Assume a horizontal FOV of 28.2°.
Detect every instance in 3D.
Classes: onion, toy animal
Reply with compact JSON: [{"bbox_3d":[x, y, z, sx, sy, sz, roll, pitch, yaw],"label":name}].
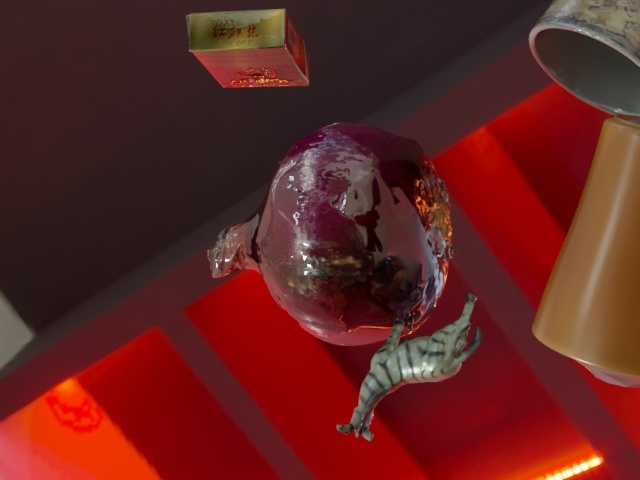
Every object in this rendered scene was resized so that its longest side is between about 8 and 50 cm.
[{"bbox_3d":[0.000,0.000,1.897,0.348,0.385,0.347,-8,-90,-71],"label":"onion"},{"bbox_3d":[0.120,0.171,1.689,0.073,0.217,0.176,46,-141,-24],"label":"toy animal"}]

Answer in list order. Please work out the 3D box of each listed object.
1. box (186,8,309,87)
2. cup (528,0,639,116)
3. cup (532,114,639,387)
[{"bbox_3d":[-0.111,-0.305,2.044,0.240,0.159,0.071,43,-136,-79],"label":"box"},{"bbox_3d":[0.496,-0.316,1.875,0.301,0.227,0.257,39,-100,-20],"label":"cup"},{"bbox_3d":[0.349,0.017,1.295,0.182,0.226,0.263,-53,-26,-75],"label":"cup"}]
